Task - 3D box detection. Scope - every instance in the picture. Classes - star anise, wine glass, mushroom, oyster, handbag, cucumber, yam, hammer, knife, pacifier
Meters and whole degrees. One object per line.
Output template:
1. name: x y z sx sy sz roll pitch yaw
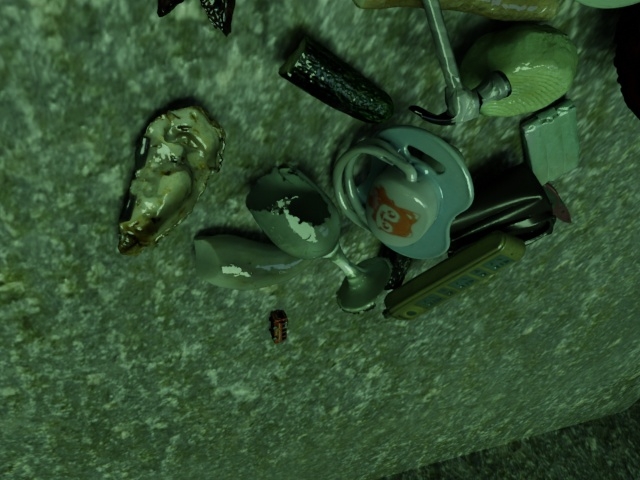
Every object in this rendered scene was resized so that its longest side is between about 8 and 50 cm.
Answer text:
1. star anise: -0.156 -0.340 0.808 0.213 0.053 0.157 -11 141 -18
2. wine glass: 0.000 0.000 1.183 0.143 0.143 0.321 -35 125 16
3. mushroom: -0.112 0.037 1.261 0.270 0.103 0.118 -5 104 -26
4. oyster: -0.265 -0.092 1.055 0.129 0.078 0.345 25 128 -20
5. handbag: 0.380 -0.034 1.397 0.257 0.113 0.285 -26 155 15
6. cucumber: 0.180 0.001 1.398 0.072 0.072 0.300 -9 140 -18
7. yam: 0.202 -0.371 0.938 0.357 0.081 0.081 -5 140 -20
8. hammer: 0.151 -0.350 0.860 0.152 0.044 0.426 -27 122 -5
9. knife: 0.573 -0.085 1.533 0.035 0.018 0.247 -38 142 15
10. pacifier: 0.182 -0.113 1.186 0.233 0.244 0.299 -38 158 -35
11. cucumber: 0.035 -0.244 1.009 0.241 0.074 0.074 21 125 -44

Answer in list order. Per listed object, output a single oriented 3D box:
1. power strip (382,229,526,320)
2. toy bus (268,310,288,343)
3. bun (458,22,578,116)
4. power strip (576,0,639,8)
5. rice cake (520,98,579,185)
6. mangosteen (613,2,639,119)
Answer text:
1. power strip: 0.275 0.093 1.408 0.092 0.066 0.388 17 141 -37
2. toy bus: -0.102 0.212 1.544 0.043 0.031 0.110 -14 144 -15
3. bun: 0.322 -0.290 1.056 0.196 0.118 0.195 -8 166 -2
4. power strip: 0.411 -0.497 0.813 0.358 0.161 0.357 -14 143 -11
5. rice cake: 0.481 -0.201 1.324 0.124 0.038 0.211 -30 143 10
6. mangosteen: 0.695 -0.337 1.000 0.421 0.381 0.381 -44 139 13
